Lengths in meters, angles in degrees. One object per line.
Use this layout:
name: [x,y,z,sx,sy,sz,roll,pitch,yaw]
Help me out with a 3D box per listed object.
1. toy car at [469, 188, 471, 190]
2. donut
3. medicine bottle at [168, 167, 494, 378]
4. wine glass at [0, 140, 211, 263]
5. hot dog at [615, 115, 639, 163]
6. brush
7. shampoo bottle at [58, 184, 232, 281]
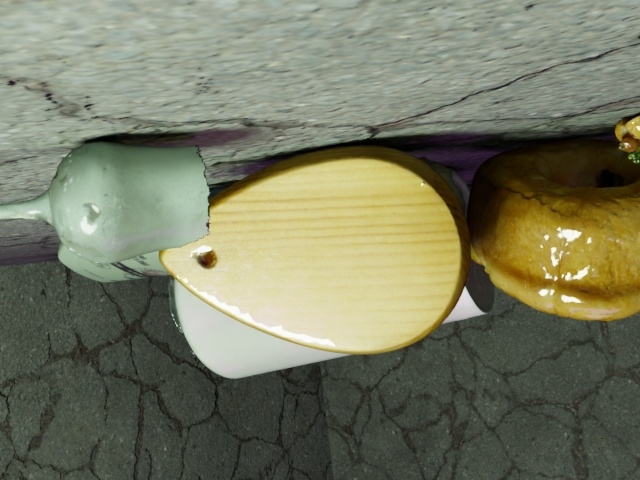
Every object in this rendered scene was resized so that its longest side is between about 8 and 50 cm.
toy car: [0.309,-0.055,1.330,0.209,0.089,0.108,-8,179,-13]
donut: [0.248,-0.018,0.755,0.226,0.114,0.226,-4,-155,2]
medicine bottle: [0.013,0.045,1.034,0.378,0.213,0.213,-15,175,25]
wine glass: [-0.169,-0.021,0.499,0.195,0.079,0.079,-5,178,-16]
hot dog: [0.314,-0.092,0.709,0.133,0.041,0.056,-6,178,-21]
brush: [0.000,0.000,0.718,0.266,0.174,0.166,1,-171,5]
shampoo bottle: [-0.196,-0.005,0.955,0.134,0.078,0.359,26,158,-37]
